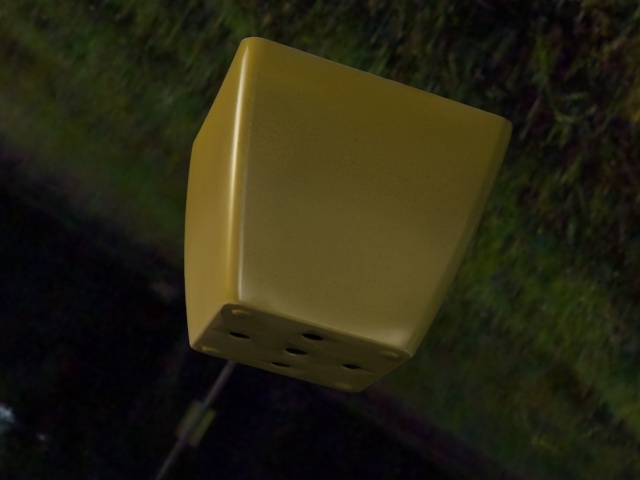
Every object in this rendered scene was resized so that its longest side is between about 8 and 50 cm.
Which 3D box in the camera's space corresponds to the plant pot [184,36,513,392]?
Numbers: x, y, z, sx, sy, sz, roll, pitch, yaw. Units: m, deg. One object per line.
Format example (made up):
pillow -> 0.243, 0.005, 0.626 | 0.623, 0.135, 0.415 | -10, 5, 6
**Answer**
plant pot -> 0.000, 0.000, 0.915 | 0.212, 0.187, 0.212 | 16, 157, -11
